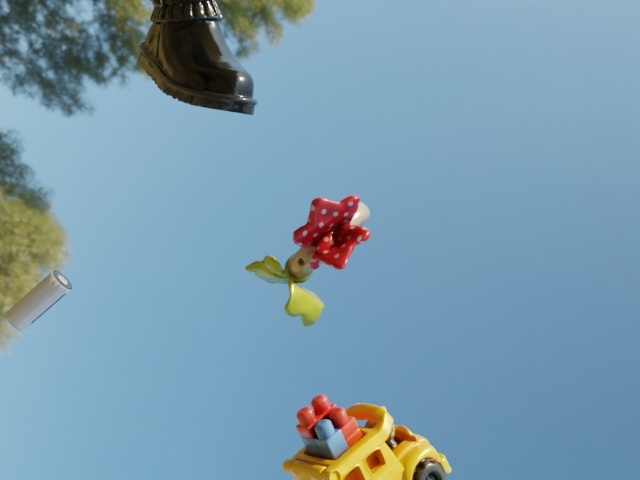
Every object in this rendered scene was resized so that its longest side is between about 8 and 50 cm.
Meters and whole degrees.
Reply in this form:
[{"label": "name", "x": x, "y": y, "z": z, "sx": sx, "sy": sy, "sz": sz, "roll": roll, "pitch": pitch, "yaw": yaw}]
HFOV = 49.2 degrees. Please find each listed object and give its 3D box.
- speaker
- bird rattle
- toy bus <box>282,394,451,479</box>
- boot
[{"label": "speaker", "x": -0.586, "y": 0.126, "z": 1.454, "sx": 0.136, "sy": 0.055, "sz": 0.055, "roll": -41, "pitch": -139, "yaw": 0}, {"label": "bird rattle", "x": 0.000, "y": 0.000, "z": 1.103, "sx": 0.207, "sy": 0.143, "sz": 0.254, "roll": -42, "pitch": 168, "yaw": -49}, {"label": "toy bus", "x": 0.056, "y": 0.309, "z": 1.007, "sx": 0.220, "sy": 0.212, "sz": 0.149, "roll": -28, "pitch": -170, "yaw": -37}, {"label": "boot", "x": -0.196, "y": -0.371, "z": 1.139, "sx": 0.348, "sy": 0.131, "sz": 0.260, "roll": 40, "pitch": -58, "yaw": 40}]
